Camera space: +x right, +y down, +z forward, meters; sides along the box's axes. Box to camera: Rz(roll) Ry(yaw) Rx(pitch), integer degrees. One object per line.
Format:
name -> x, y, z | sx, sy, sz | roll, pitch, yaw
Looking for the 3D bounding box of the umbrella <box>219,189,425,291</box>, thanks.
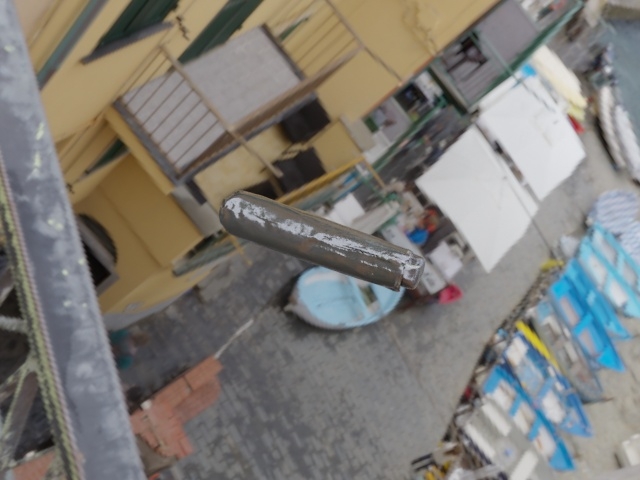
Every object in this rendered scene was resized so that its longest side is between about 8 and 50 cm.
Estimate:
umbrella -> 0.000, 0.000, 0.594 | 0.133, 0.031, 0.036 | 20, 29, 12
